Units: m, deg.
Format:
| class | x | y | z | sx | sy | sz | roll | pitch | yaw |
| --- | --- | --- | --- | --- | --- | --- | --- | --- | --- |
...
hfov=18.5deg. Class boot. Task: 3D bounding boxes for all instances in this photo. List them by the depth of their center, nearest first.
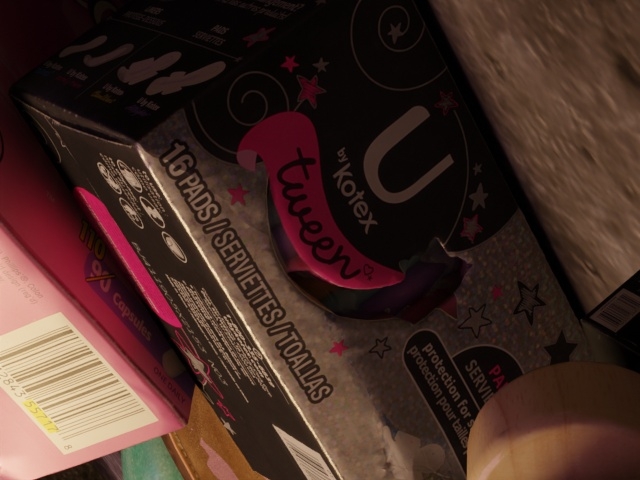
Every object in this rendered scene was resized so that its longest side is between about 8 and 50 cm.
| class | x | y | z | sx | sy | sz | roll | pitch | yaw |
| --- | --- | --- | --- | --- | --- | --- | --- | --- | --- |
| boot | -0.022 | 0.231 | 1.584 | 0.305 | 0.112 | 0.115 | 57 | 154 | -8 |

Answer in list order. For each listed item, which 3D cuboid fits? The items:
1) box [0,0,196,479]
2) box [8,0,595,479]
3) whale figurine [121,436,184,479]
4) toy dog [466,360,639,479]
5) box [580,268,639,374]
| class | x | y | z | sx | sy | sz | roll | pitch | yaw |
| --- | --- | --- | --- | --- | --- | --- | --- | --- | --- |
| box | -0.153 | -0.040 | 1.015 | 0.213 | 0.117 | 0.243 | 52 | -151 | -32 |
| box | 0.000 | 0.000 | 0.900 | 0.163 | 0.142 | 0.247 | 24 | 149 | 59 |
| whale figurine | -0.129 | 0.207 | 1.759 | 0.272 | 0.141 | 0.216 | 60 | 164 | -24 |
| toy dog | 0.148 | 0.202 | 0.689 | 0.334 | 0.220 | 0.161 | 45 | 122 | -1 |
| box | 0.144 | 0.050 | 0.728 | 0.052 | 0.062 | 0.083 | 33 | 156 | 49 |
